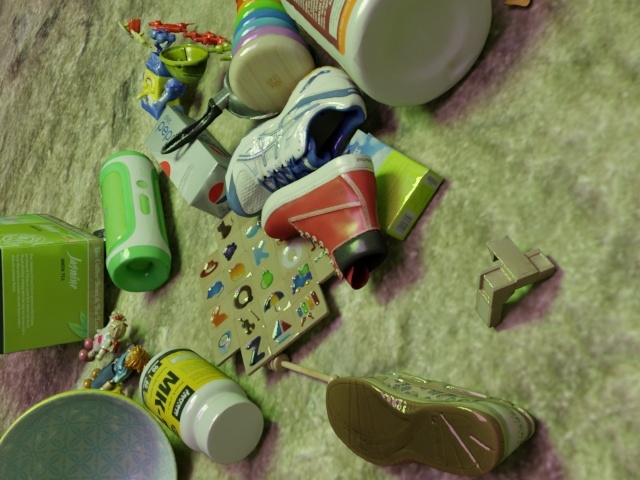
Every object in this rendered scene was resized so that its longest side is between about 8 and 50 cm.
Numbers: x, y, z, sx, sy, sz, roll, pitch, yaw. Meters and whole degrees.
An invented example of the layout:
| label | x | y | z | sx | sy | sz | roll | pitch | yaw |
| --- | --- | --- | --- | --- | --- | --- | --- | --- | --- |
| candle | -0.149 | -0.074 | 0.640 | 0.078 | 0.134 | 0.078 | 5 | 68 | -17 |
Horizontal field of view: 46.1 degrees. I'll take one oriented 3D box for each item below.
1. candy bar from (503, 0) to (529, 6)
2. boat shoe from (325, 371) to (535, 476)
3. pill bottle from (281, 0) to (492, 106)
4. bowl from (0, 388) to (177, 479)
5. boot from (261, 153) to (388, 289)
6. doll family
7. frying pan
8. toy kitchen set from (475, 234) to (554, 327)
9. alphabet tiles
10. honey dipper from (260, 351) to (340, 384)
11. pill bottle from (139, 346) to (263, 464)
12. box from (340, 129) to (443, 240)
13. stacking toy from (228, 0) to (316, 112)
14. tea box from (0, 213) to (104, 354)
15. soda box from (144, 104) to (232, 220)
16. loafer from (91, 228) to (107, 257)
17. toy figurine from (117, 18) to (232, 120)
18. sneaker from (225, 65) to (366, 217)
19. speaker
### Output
| label | x | y | z | sx | sy | sz | roll | pitch | yaw |
| --- | --- | --- | --- | --- | --- | --- | --- | --- | --- |
| candy bar | 0.308 | -0.404 | 1.069 | 0.040 | 0.018 | 0.162 | 20 | 86 | 49 |
| boat shoe | 0.119 | 0.217 | 0.909 | 0.285 | 0.089 | 0.105 | 3 | 99 | 49 |
| pill bottle | 0.066 | -0.389 | 1.155 | 0.224 | 0.224 | 0.392 | -50 | 43 | 15 |
| bowl | -0.384 | 0.372 | 1.229 | 0.290 | 0.289 | 0.156 | -67 | 16 | -4 |
| boot | 0.000 | 0.000 | 1.102 | 0.244 | 0.088 | 0.176 | -27 | 68 | 49 |
| doll family | -0.393 | 0.262 | 1.402 | 0.163 | 0.118 | 0.263 | -31 | 32 | 40 |
| frying pan | -0.157 | -0.287 | 1.391 | 0.326 | 0.053 | 0.197 | -15 | 52 | 15 |
| toy kitchen set | 0.225 | 0.046 | 0.915 | 0.083 | 0.075 | 0.068 | -20 | 48 | -12 |
| alphabet tiles | -0.090 | 0.040 | 1.233 | 0.285 | 0.011 | 0.343 | -40 | 42 | 19 |
| honey dipper | -0.028 | 0.191 | 1.103 | 0.160 | 0.030 | 0.031 | 9 | 77 | 47 |
| pill bottle | -0.185 | 0.254 | 1.165 | 0.208 | 0.119 | 0.119 | 21 | 86 | 49 |
| box | 0.088 | -0.086 | 1.113 | 0.109 | 0.042 | 0.178 | -57 | 40 | 6 |
| stacking toy | -0.095 | -0.369 | 1.315 | 0.141 | 0.141 | 0.330 | -39 | 38 | 26 |
| tea box | -0.662 | 0.081 | 1.556 | 0.329 | 0.323 | 0.220 | 17 | 106 | 48 |
| soda box | -0.241 | -0.153 | 1.451 | 0.098 | 0.091 | 0.286 | -54 | 42 | 11 |
| loafer | -0.507 | 0.023 | 1.661 | 0.170 | 0.062 | 0.061 | -19 | 62 | 41 |
| toy figurine | -0.301 | -0.331 | 1.609 | 0.362 | 0.191 | 0.217 | 38 | 128 | 47 |
| sneaker | -0.046 | -0.139 | 1.194 | 0.296 | 0.111 | 0.131 | -51 | 36 | 19 |
| speaker | -0.374 | -0.044 | 1.507 | 0.131 | 0.131 | 0.297 | -40 | 46 | 25 |
